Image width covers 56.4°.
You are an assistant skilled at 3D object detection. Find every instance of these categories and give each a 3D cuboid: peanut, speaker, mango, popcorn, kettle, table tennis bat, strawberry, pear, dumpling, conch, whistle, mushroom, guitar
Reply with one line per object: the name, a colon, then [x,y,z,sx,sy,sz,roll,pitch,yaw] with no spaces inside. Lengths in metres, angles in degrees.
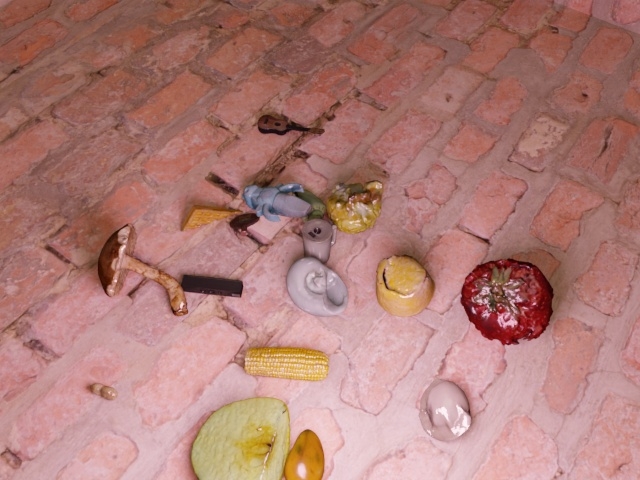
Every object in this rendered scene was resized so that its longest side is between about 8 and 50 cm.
peanut: [-0.612,0.426,1.684,0.083,0.037,0.037,13,54,5]
speaker: [-0.344,0.146,1.897,0.191,0.040,0.046,6,56,2]
mango: [-0.036,0.580,1.555,0.089,0.111,0.163,-18,22,33]
popcorn: [0.124,-0.126,2.029,0.198,0.212,0.198,22,49,-28]
kettle: [-0.006,0.000,1.953,0.098,0.148,0.127,12,55,9]
table tennis bat: [-0.245,-0.011,2.036,0.107,0.119,0.170,-14,24,1]
strawberry: [0.575,0.187,1.813,0.274,0.220,0.274,-6,77,26]
pear: [-0.212,0.556,1.552,0.239,0.139,0.288,5,56,18]
dumpling: [0.343,0.469,1.666,0.150,0.092,0.176,-26,63,-4]
conch: [-0.032,-0.124,2.091,0.105,0.079,0.170,-8,50,-25]
conch: [-0.010,0.151,1.858,0.184,0.121,0.221,-20,64,-21]
whistle: [-0.157,-0.130,2.050,0.273,0.093,0.186,14,47,25]
mushroom: [-0.558,0.098,1.868,0.208,0.301,0.233,-18,44,40]
guitar: [-0.113,-0.438,2.335,0.271,0.038,0.084,11,55,9]

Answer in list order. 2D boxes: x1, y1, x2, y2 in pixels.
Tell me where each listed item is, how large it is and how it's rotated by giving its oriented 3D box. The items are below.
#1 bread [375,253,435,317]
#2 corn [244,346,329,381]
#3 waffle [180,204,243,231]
bread: [0.258,0.135,1.849,0.197,0.170,0.197,-6,56,9]
corn: [-0.095,0.354,1.723,0.244,0.093,0.093,5,54,1]
waffle: [-0.377,-0.069,2.074,0.191,0.125,0.032,6,42,-42]
